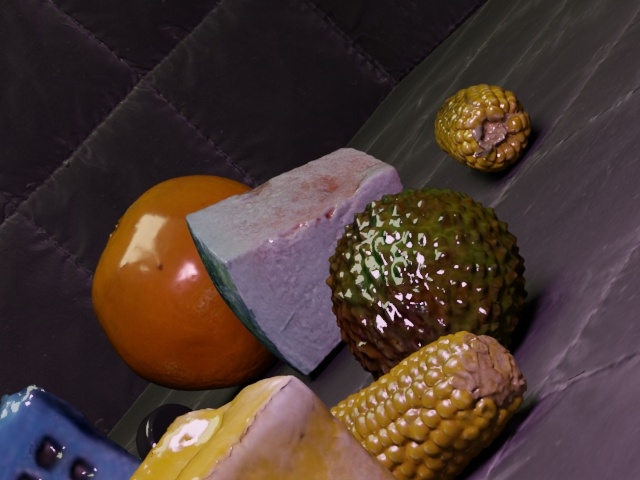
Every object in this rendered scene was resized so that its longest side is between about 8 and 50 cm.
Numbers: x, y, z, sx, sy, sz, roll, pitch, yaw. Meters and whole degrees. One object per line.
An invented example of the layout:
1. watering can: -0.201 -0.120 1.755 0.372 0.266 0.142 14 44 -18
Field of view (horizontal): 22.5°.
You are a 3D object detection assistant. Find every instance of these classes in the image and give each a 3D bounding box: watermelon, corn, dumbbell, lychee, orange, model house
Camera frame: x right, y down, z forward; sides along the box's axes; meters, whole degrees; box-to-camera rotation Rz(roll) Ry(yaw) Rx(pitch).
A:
1. watermelon: 0.000 0.000 1.905 0.258 0.228 0.387 -37 -1 17
2. corn: 0.189 -0.134 1.888 0.101 0.101 0.310 -48 4 5
3. corn: 0.034 0.152 1.098 0.262 0.097 0.097 -43 7 30
4. dumbbell: -0.224 0.294 2.078 0.191 0.100 0.100 -42 8 42
5. lychee: 0.084 0.042 1.223 0.171 0.171 0.171 -48 5 6
6. orange: -0.165 0.063 2.233 0.312 0.312 0.312 -48 5 6
7. model house: -0.364 0.351 1.859 0.237 0.215 0.303 -43 11 51

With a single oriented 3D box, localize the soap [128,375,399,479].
1. soap: -0.052 0.228 0.723 0.091 0.199 0.315 -31 15 50
